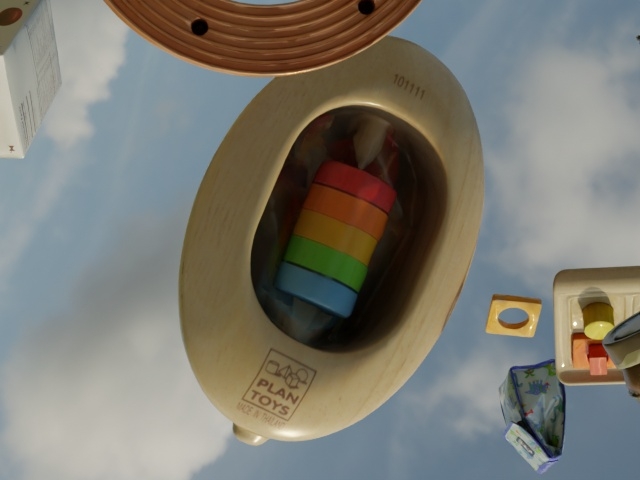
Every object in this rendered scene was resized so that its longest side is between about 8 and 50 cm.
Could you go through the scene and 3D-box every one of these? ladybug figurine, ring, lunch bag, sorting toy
[{"bbox_3d":[0.000,0.000,1.417,0.449,0.305,0.162,-64,-162,-9],"label":"ladybug figurine"},{"bbox_3d":[-0.048,-0.302,1.110,0.337,0.336,0.032,-57,-177,-3],"label":"ring"},{"bbox_3d":[0.330,0.274,2.052,0.129,0.096,0.151,91,-14,-71],"label":"lunch bag"},{"bbox_3d":[0.377,0.115,1.644,0.347,0.196,0.047,-3,-137,9],"label":"sorting toy"}]

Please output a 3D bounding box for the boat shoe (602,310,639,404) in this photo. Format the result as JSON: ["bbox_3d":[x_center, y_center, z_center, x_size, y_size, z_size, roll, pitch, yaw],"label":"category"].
[{"bbox_3d":[0.388,0.063,1.097,0.307,0.104,0.110,-29,-177,36],"label":"boat shoe"}]

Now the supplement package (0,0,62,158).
[{"bbox_3d":[-0.458,-0.219,1.722,0.203,0.194,0.149,-82,171,-56],"label":"supplement package"}]

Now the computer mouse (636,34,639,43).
[{"bbox_3d":[0.598,-0.357,2.058,0.242,0.041,0.071,-19,-164,24],"label":"computer mouse"}]
